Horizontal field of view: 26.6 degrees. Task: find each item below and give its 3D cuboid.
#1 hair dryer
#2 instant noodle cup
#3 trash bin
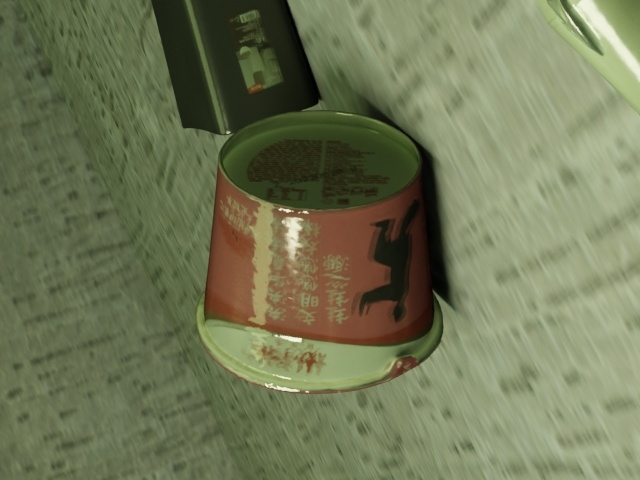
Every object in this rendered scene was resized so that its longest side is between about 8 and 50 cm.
[{"bbox_3d":[0.211,-0.114,0.706,0.225,0.088,0.219,4,124,54],"label":"hair dryer"},{"bbox_3d":[0.000,0.000,1.224,0.235,0.235,0.178,47,144,48],"label":"instant noodle cup"},{"bbox_3d":[-0.104,-0.235,1.405,0.165,0.115,0.225,-160,53,-69],"label":"trash bin"}]
